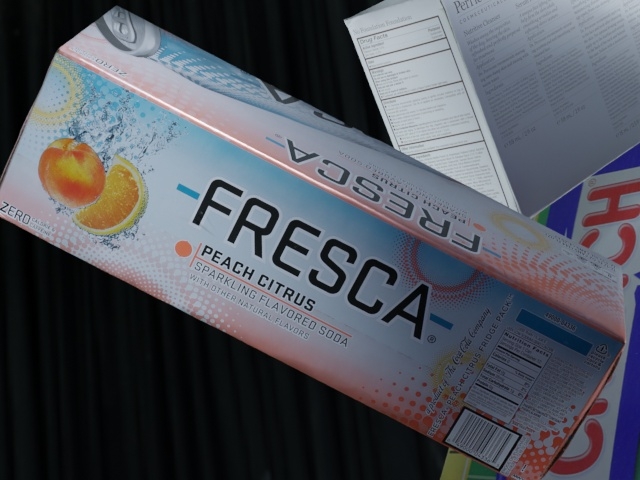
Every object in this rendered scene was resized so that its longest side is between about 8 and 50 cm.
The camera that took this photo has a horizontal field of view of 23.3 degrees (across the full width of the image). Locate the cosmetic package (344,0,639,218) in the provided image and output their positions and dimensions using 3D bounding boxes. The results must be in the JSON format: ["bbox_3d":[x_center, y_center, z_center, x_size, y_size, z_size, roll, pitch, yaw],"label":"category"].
[{"bbox_3d":[0.121,-0.096,0.683,0.060,0.099,0.239,-5,-160,48],"label":"cosmetic package"}]

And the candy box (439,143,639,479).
[{"bbox_3d":[0.223,0.054,0.716,0.122,0.268,0.317,30,158,-34],"label":"candy box"}]

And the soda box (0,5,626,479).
[{"bbox_3d":[0.000,0.000,0.469,0.183,0.063,0.058,28,112,-2],"label":"soda box"}]
